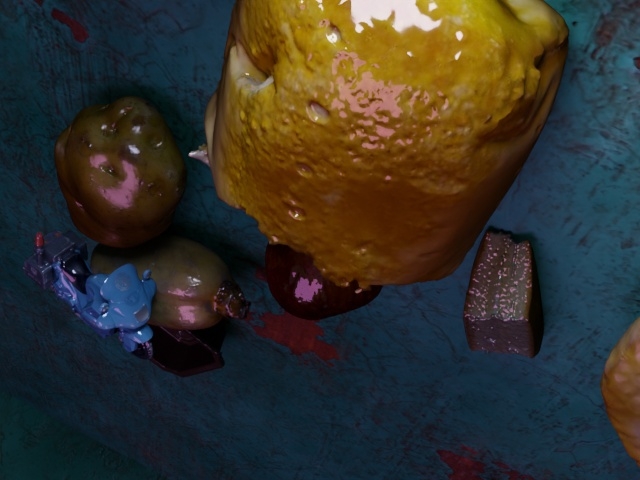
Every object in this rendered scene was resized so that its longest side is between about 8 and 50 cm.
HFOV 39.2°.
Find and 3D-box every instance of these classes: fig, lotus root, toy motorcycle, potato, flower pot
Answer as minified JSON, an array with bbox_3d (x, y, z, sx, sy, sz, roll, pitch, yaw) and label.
[{"bbox_3d":[-0.005,0.005,1.276,0.175,0.175,0.207,2,125,38],"label":"fig"},{"bbox_3d":[-0.257,0.071,1.569,0.342,0.151,0.169,9,128,29],"label":"lotus root"},{"bbox_3d":[-0.372,0.078,1.474,0.272,0.123,0.182,36,141,17],"label":"toy motorcycle"},{"bbox_3d":[-0.320,-0.086,1.393,0.195,0.177,0.369,10,158,-18],"label":"potato"},{"bbox_3d":[-0.288,0.187,1.828,0.179,0.084,0.251,42,146,-19],"label":"flower pot"}]

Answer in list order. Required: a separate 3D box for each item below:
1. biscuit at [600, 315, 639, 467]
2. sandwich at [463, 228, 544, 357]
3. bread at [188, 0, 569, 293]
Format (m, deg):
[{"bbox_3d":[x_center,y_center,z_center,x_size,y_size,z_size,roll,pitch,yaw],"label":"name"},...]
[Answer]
[{"bbox_3d":[0.560,0.197,1.079,0.446,0.104,0.429,44,133,-19],"label":"biscuit"},{"bbox_3d":[0.257,0.097,1.247,0.094,0.096,0.258,8,146,23],"label":"sandwich"},{"bbox_3d":[0.040,-0.140,0.918,0.361,0.250,0.394,26,148,4],"label":"bread"}]
